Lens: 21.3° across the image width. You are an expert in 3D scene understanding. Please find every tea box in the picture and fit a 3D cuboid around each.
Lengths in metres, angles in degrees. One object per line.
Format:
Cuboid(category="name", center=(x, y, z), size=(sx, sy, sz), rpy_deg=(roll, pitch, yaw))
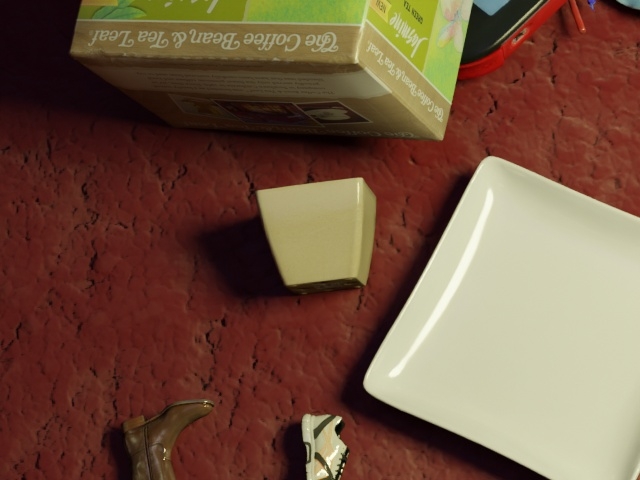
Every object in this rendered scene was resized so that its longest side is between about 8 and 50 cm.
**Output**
Cuboid(category="tea box", center=(-0.031, -0.287, 1.710), size=(0.329, 0.220, 0.323), rpy_deg=(4, 75, 28))

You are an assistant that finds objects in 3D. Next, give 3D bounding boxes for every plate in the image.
Cuboid(category="plate", center=(0.223, 0.087, 1.653), size=(0.278, 0.045, 0.277), rpy_deg=(24, 74, 19))

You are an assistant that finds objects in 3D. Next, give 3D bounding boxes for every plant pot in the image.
Cuboid(category="plant pot", center=(0.000, 0.000, 1.705), size=(0.109, 0.109, 0.096), rpy_deg=(-6, 79, 9))

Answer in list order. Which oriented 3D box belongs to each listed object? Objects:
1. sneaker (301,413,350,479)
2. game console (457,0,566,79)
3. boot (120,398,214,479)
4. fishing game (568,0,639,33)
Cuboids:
Cuboid(category="sneaker", center=(0.007, 0.217, 1.646), size=(0.044, 0.040, 0.109), rpy_deg=(-8, 67, 6))
Cuboid(category="game console", center=(0.174, -0.384, 1.827), size=(0.386, 0.060, 0.342), rpy_deg=(-43, 64, -5))
Cuboid(category="boot", center=(-0.144, 0.222, 1.676), size=(0.106, 0.037, 0.114), rpy_deg=(-21, 62, 17))
Cuboid(category="fishing game", center=(0.376, -0.311, 1.787), size=(0.264, 0.041, 0.189), rpy_deg=(-20, 58, 9))
